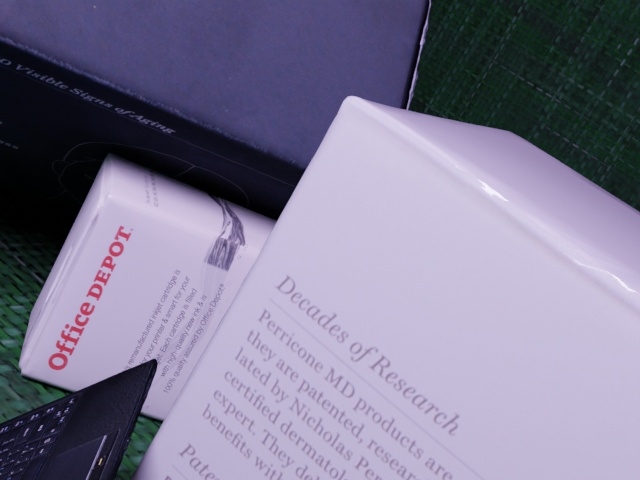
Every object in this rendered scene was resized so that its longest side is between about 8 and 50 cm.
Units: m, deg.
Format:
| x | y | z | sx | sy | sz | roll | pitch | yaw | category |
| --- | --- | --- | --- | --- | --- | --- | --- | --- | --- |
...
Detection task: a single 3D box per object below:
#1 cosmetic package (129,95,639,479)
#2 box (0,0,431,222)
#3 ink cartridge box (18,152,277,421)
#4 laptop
| x | y | z | sx | sy | sz | roll | pitch | yaw | category |
| --- | --- | --- | --- | --- | --- | --- | --- | --- | --- |
| 0.116 | 0.153 | 0.745 | 0.327 | 0.393 | 0.329 | 38 | 19 | 23 | cosmetic package |
| -0.221 | -0.207 | 1.015 | 0.480 | 0.297 | 0.472 | 21 | -16 | -26 | box |
| -0.116 | 0.066 | 0.937 | 0.273 | 0.198 | 0.114 | 23 | 19 | -20 | ink cartridge box |
| -0.267 | 0.129 | 0.634 | 0.234 | 0.264 | 0.136 | -86 | 151 | -70 | laptop |
